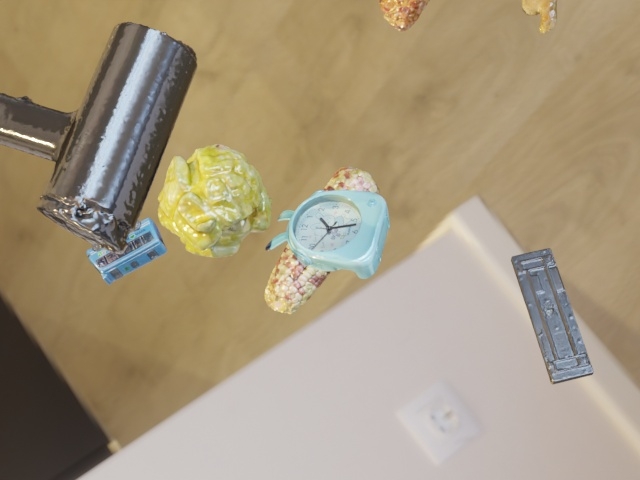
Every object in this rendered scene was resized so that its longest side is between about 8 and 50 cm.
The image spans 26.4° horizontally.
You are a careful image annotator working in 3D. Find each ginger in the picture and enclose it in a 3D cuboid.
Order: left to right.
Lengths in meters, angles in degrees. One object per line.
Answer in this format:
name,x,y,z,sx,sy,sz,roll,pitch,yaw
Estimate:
ginger,0.281,-0.310,1.719,0.048,0.030,0.097,18,115,26

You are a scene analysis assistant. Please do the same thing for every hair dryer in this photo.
hair dryer,-0.250,-0.110,1.252,0.251,0.197,0.089,14,166,27

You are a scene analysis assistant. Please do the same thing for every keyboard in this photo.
keyboard,0.323,0.103,1.910,0.013,0.061,0.204,77,179,-59

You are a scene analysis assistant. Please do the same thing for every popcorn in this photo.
popcorn,-0.172,-0.062,2.234,0.167,0.185,0.187,54,167,25

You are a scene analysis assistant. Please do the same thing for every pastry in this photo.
pastry,0.128,-0.344,1.745,0.063,0.087,0.169,33,122,-3

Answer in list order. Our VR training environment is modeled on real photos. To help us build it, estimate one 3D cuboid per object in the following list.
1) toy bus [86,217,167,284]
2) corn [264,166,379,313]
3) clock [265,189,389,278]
toy bus,-0.218,0.012,1.537,0.046,0.083,0.038,61,179,26
corn,0.000,0.000,2.085,0.086,0.253,0.086,33,169,7
clock,0.006,-0.011,1.663,0.147,0.108,0.045,6,147,18
